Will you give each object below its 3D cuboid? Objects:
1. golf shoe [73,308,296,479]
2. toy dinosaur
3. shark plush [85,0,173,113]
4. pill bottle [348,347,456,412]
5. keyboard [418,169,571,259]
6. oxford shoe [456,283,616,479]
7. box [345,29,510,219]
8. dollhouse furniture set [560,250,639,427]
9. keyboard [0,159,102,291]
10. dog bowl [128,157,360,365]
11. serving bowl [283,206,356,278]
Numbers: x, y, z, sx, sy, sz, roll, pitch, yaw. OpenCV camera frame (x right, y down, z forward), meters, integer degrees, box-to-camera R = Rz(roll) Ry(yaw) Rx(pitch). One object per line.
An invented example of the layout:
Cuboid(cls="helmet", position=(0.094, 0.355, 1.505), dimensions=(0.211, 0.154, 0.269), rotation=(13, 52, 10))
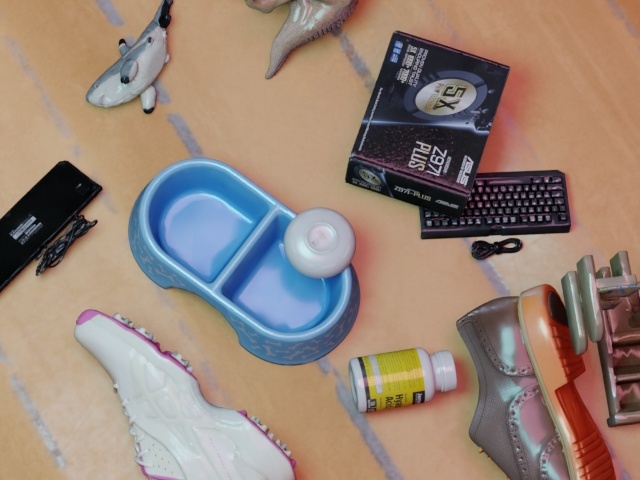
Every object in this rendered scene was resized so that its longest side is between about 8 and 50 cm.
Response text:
Cuboid(cls="golf shoe", position=(-0.174, 0.203, 1.854), dimensions=(0.306, 0.115, 0.140), rotation=(40, 80, 7))
Cuboid(cls="toy dinosaur", position=(0.013, -0.336, 2.001), dimensions=(0.200, 0.127, 0.295), rotation=(11, 81, -8))
Cuboid(cls="shark plush", position=(-0.222, -0.229, 1.990), dimensions=(0.067, 0.073, 0.161), rotation=(14, 78, 31))
Cuboid(cls="pill bottle", position=(0.094, 0.157, 1.905), dimensions=(0.116, 0.065, 0.065), rotation=(-10, 77, -6))
Cuboid(cls="keyboard", position=(0.207, -0.031, 1.983), dimensions=(0.180, 0.023, 0.108), rotation=(-3, 76, -4))
Cuboid(cls="oxford shoe", position=(0.248, 0.240, 1.886), dimensions=(0.133, 0.130, 0.363), rotation=(-16, 80, 21))
Cuboid(cls="box", position=(0.126, -0.136, 1.964), dimensions=(0.147, 0.077, 0.180), rotation=(19, 70, 3))
Cuboid(cls="dollhouse furniture set", position=(0.384, 0.106, 1.847), dimensions=(0.212, 0.242, 0.161), rotation=(-7, 77, -5))
Cuboid(cls="keyboard", position=(-0.331, 0.000, 1.941), dimensions=(0.100, 0.038, 0.192), rotation=(37, 76, 29))
Cuboid(cls="dog bowl", position=(-0.088, 0.017, 1.924), dimensions=(0.297, 0.074, 0.166), rotation=(36, 77, 6))
Cuboid(cls="serving bowl", position=(0.000, 0.000, 1.882), dimensions=(0.083, 0.027, 0.083), rotation=(1, 76, -3))
